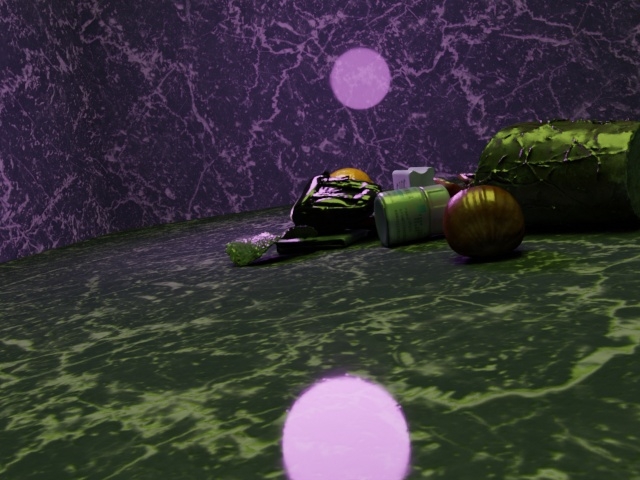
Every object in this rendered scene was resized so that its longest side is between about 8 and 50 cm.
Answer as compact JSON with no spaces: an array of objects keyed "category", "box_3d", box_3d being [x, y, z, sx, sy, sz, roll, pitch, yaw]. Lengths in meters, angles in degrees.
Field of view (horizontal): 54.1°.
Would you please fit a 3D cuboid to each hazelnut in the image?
[{"category":"hazelnut","box_3d":[0.308,-0.025,1.180,0.150,0.150,0.150,-9,7,1]}]

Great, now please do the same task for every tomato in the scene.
[{"category":"tomato","box_3d":[0.419,-0.156,2.139,0.166,0.082,0.174,25,-5,-17]}]

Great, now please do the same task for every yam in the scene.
[{"category":"yam","box_3d":[0.533,-0.140,1.340,0.241,0.241,0.348,-15,14,-40]}]

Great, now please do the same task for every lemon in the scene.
[{"category":"lemon","box_3d":[0.115,-0.205,2.611,0.256,0.188,0.188,-13,7,-11]}]

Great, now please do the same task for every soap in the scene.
[{"category":"soap","box_3d":[0.309,-0.156,2.048,0.087,0.160,0.265,-11,8,-4]}]

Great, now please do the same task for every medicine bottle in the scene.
[{"category":"medicine bottle","box_3d":[0.225,-0.063,1.525,0.168,0.135,0.135,-9,7,-7]}]

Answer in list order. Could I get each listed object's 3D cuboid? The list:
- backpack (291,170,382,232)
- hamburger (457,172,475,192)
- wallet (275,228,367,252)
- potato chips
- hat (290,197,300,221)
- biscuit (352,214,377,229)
[{"category":"backpack","box_3d":[0.051,-0.104,1.718,0.258,0.133,0.206,1,36,24]},{"category":"hamburger","box_3d":[0.452,-0.117,1.703,0.159,0.131,0.185,2,6,-19]},{"category":"wallet","box_3d":[0.000,-0.002,1.717,0.222,0.036,0.167,-5,8,29]},{"category":"potato chips","box_3d":[-0.124,0.002,1.617,0.228,0.059,0.167,-22,12,-19]},{"category":"hat","box_3d":[0.030,-0.076,2.140,0.226,0.164,0.219,31,-13,-25]},{"category":"biscuit","box_3d":[0.149,-0.050,1.810,0.192,0.049,0.192,-4,3,0]}]
